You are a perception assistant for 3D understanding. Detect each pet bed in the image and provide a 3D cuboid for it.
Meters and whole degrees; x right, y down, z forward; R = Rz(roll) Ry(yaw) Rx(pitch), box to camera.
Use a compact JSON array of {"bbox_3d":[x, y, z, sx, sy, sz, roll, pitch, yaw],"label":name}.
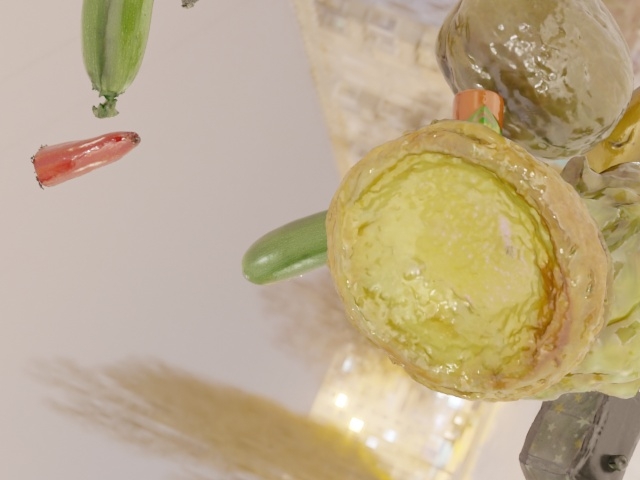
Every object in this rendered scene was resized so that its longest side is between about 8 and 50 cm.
[{"bbox_3d":[0.438,0.325,2.204,0.211,0.159,0.183,-56,-40,-25],"label":"pet bed"}]

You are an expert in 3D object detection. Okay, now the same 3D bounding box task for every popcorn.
[{"bbox_3d":[0.296,0.053,1.542,0.335,0.279,0.274,-34,-32,-57],"label":"popcorn"}]

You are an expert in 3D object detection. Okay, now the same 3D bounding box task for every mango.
[{"bbox_3d":[0.473,-0.160,2.057,0.137,0.098,0.195,6,-54,-43],"label":"mango"}]

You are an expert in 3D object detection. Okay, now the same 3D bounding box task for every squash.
[{"bbox_3d":[0.000,0.000,2.598,0.107,0.395,0.107,35,-134,-46],"label":"squash"},{"bbox_3d":[-0.276,-0.354,1.902,0.101,0.101,0.379,-46,-33,-69],"label":"squash"}]

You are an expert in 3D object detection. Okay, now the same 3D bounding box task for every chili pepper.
[{"bbox_3d":[-0.353,-0.135,2.124,0.088,0.168,0.065,-74,-35,-60],"label":"chili pepper"}]

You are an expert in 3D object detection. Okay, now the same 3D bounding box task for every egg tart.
[{"bbox_3d":[0.151,0.015,1.345,0.123,0.294,0.294,-35,-32,-58],"label":"egg tart"}]

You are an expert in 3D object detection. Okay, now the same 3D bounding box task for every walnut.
[{"bbox_3d":[0.299,-0.242,1.882,0.283,0.283,0.227,-65,10,-19],"label":"walnut"}]

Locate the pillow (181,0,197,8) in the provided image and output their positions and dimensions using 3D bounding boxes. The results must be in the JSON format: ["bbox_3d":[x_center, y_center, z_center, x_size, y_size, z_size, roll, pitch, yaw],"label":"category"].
[{"bbox_3d":[-0.113,-0.433,2.055,0.169,0.059,0.255,-26,15,29],"label":"pillow"}]

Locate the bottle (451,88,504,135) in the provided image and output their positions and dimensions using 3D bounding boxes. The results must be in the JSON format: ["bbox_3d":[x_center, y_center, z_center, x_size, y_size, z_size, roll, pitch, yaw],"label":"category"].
[{"bbox_3d":[0.196,-0.095,1.730,0.069,0.069,0.187,85,-172,-74],"label":"bottle"}]
